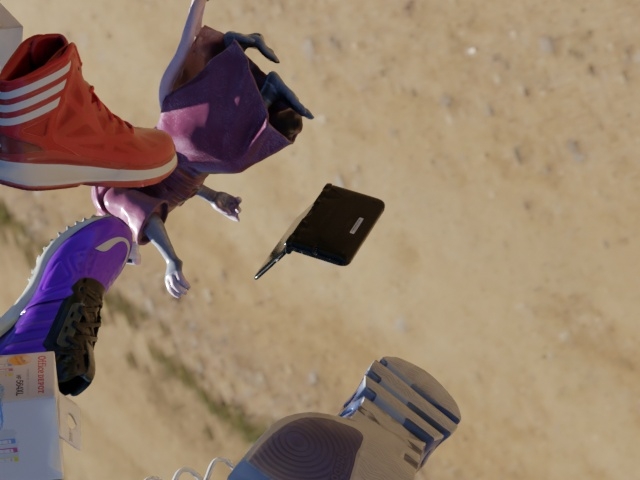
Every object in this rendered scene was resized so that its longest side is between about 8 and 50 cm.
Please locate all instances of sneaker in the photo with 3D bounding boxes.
[{"bbox_3d":[-0.197,-0.115,1.360,0.087,0.221,0.128,15,105,28],"label":"sneaker"},{"bbox_3d":[0.010,0.237,1.420,0.127,0.315,0.182,38,115,14],"label":"sneaker"},{"bbox_3d":[-0.301,0.109,1.839,0.146,0.293,0.102,34,171,37],"label":"sneaker"}]

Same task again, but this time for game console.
[{"bbox_3d":[0.000,0.000,1.689,0.107,0.122,0.071,17,130,14],"label":"game console"}]

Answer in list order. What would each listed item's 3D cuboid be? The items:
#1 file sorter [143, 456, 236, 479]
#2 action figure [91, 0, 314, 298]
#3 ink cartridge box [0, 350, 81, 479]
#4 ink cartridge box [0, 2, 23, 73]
[{"bbox_3d":[-0.103,0.389,2.019,0.277,0.173,0.193,-20,123,34],"label":"file sorter"},{"bbox_3d":[-0.196,-0.106,2.005,0.276,0.370,0.248,48,-169,-12],"label":"action figure"},{"bbox_3d":[-0.293,0.164,1.428,0.092,0.143,0.090,-113,20,-63],"label":"ink cartridge box"},{"bbox_3d":[-0.479,-0.226,2.059,0.128,0.127,0.176,43,132,44],"label":"ink cartridge box"}]
